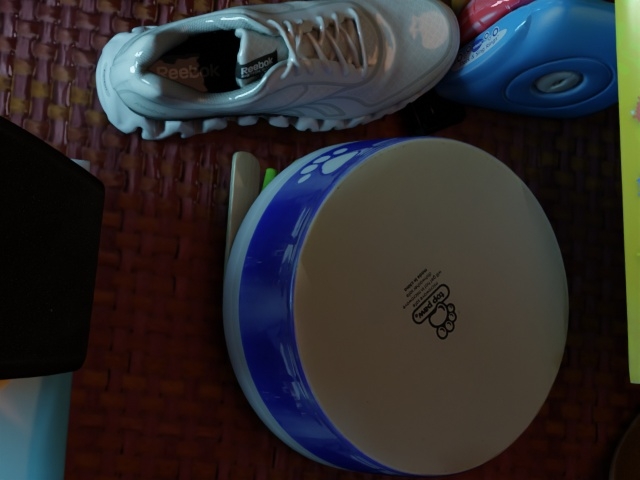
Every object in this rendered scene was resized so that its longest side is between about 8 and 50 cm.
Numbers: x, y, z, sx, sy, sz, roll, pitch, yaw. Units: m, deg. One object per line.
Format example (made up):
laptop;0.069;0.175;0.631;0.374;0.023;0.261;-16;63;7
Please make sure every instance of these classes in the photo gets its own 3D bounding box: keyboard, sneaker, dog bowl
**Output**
keyboard;0.053;-0.177;1.445;0.100;0.038;0.192;-21;89;-48
sneaker;-0.023;-0.139;1.327;0.292;0.118;0.110;-11;87;-14
dog bowl;0.062;0.051;1.338;0.265;0.104;0.265;1;88;-31

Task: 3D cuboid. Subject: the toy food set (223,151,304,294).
toy food set;0.000;0.000;1.387;0.192;0.038;0.132;10;83;-31

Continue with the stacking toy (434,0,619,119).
stacking toy;0.178;-0.266;1.455;0.165;0.175;0.302;8;65;-33

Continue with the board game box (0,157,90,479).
board game box;-0.305;0.094;1.208;0.254;0.079;0.336;7;78;-22

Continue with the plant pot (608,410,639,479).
plant pot;0.405;0.248;1.433;0.237;0.237;0.254;-46;115;-23

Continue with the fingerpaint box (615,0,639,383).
fingerpaint box;0.374;-0.136;1.360;0.371;0.163;0.445;-18;107;-56

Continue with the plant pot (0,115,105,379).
plant pot;-0.246;0.012;1.114;0.167;0.187;0.188;12;76;-35
